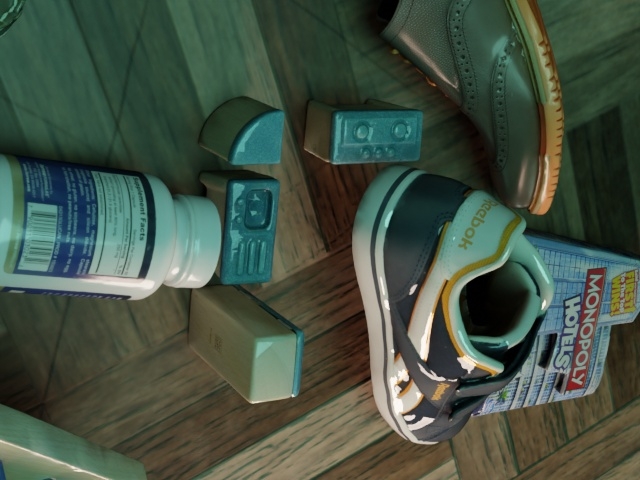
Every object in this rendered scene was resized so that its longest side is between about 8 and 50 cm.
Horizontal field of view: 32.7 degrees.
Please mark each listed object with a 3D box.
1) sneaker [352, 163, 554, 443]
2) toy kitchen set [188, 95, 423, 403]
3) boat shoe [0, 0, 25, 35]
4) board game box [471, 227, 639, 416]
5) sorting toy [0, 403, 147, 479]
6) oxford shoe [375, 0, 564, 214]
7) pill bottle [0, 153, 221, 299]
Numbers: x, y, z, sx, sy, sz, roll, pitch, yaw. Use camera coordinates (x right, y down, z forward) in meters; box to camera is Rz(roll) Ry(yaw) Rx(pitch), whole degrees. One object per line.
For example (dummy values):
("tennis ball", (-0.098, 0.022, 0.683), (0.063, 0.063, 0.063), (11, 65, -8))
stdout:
("sneaker", (0.115, 0.081, 0.891), (0.126, 0.127, 0.321), (-56, 149, -28))
("toy kitchen set", (0.000, 0.000, 0.854), (0.166, 0.122, 0.207), (-4, 109, -29))
("boat shoe", (-0.301, -0.154, 0.622), (0.305, 0.091, 0.109), (-3, 95, -41))
("board game box", (0.237, 0.072, 1.053), (0.194, 0.060, 0.194), (-5, 109, -28))
("sorting toy", (-0.263, 0.197, 0.660), (0.255, 0.089, 0.257), (-21, 155, 8))
("oxford shoe", (0.118, -0.169, 0.889), (0.132, 0.130, 0.364), (-12, 125, 9))
("pill bottle", (-0.161, -0.006, 0.776), (0.169, 0.094, 0.094), (7, 103, -32))
